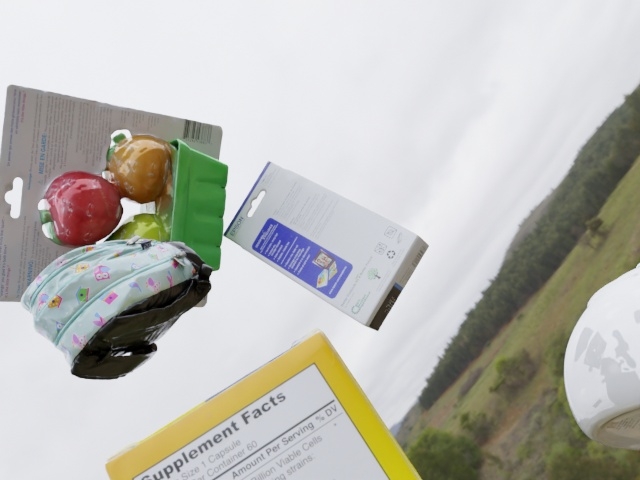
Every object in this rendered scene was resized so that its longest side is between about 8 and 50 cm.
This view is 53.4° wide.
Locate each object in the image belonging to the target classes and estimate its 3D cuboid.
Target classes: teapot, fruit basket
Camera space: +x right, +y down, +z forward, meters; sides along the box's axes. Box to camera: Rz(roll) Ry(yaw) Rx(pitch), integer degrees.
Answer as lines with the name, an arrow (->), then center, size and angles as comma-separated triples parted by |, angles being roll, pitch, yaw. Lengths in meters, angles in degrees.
teapot -> 0.378, 0.108, 0.685 | 0.253, 0.187, 0.256 | 21, -39, -29
fruit basket -> -0.336, -0.056, 1.038 | 0.353, 0.326, 0.165 | 5, -2, -29

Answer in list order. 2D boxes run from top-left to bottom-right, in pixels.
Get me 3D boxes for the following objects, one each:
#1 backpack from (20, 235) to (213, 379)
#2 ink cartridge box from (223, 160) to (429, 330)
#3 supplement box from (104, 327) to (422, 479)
backpack -> -0.217, 0.067, 0.673 | 0.152, 0.115, 0.182 | -54, -11, 17
ink cartridge box -> 0.000, 0.000, 1.069 | 0.165, 0.333, 0.065 | -58, -31, -1
supplement box -> 0.015, 0.286, 0.511 | 0.194, 0.356, 0.195 | -30, -20, -12
